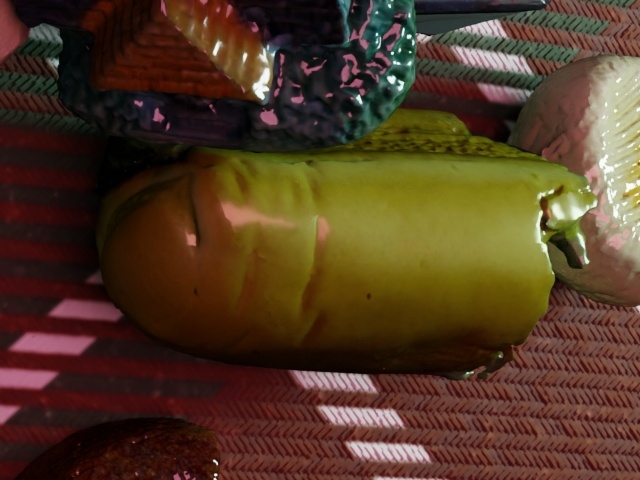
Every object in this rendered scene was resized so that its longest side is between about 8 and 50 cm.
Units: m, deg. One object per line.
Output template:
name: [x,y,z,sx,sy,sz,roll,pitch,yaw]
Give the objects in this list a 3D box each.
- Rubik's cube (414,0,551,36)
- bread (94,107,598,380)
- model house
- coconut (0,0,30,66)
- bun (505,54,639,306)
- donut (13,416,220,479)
Rubik's cube: [0.024,-0.287,1.575,0.250,0.248,0.246,-6,92,-24]
bread: [0.000,0.000,1.572,0.377,0.251,0.208,5,104,-28]
model house: [-0.078,-0.178,1.314,0.261,0.241,0.225,2,90,10]
coconut: [-0.317,-0.196,1.391,0.237,0.237,0.266,38,111,-21]
bun: [0.256,-0.038,1.732,0.244,0.153,0.243,19,56,-32]
donut: [-0.175,0.212,1.552,0.187,0.126,0.144,-1,83,-26]
